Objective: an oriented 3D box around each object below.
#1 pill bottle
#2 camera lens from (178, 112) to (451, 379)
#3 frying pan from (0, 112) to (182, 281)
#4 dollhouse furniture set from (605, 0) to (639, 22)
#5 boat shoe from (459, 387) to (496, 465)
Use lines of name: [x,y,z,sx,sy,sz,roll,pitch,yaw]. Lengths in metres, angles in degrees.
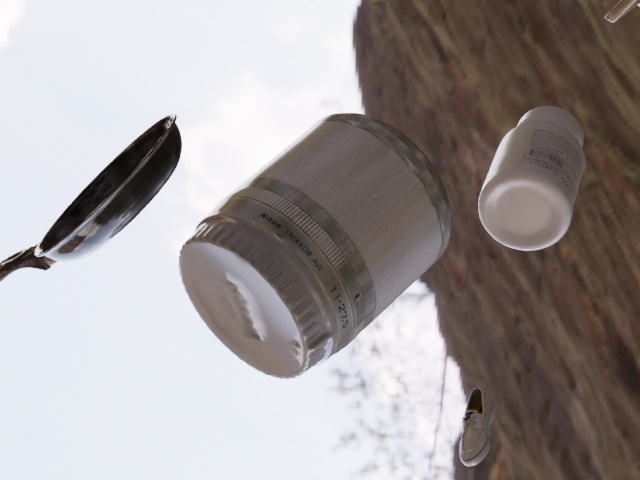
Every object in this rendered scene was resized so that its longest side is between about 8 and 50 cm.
pill bottle: [0.312,-0.097,2.069,0.131,0.131,0.229,12,-144,12]
camera lens: [0.000,0.000,1.661,0.219,0.219,0.274,30,-125,29]
frying pan: [-0.252,-0.004,1.430,0.326,0.053,0.197,-44,-166,4]
dollhouse furniture set: [0.266,-0.323,1.184,0.262,0.259,0.135,39,-124,-2]
boat shoe: [0.166,0.199,1.557,0.035,0.035,0.100,-16,-149,32]
